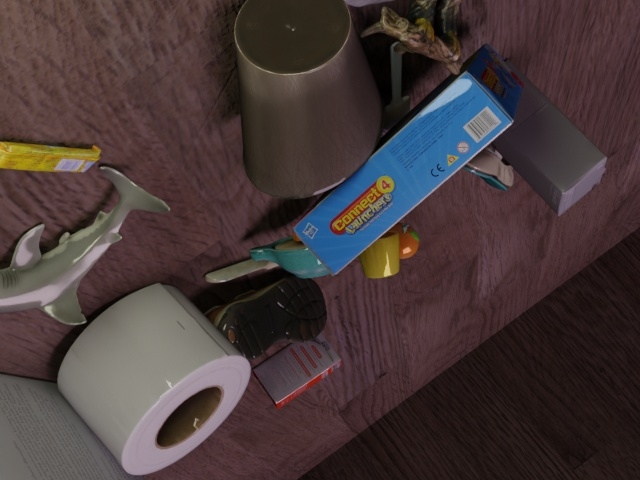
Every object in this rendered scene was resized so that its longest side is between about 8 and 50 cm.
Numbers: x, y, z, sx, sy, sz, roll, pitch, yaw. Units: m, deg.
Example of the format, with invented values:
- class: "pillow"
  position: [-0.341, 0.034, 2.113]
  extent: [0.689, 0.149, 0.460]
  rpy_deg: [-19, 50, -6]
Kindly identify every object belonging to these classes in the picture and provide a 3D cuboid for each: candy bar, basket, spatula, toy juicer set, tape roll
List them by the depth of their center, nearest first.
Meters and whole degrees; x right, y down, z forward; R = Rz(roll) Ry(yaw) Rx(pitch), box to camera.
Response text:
- class: "candy bar"
  position: [-0.299, -0.089, 1.143]
  extent: [0.040, 0.018, 0.161]
  rpy_deg: [-43, 160, 25]
- class: "basket"
  position: [-0.018, -0.182, 1.231]
  extent: [0.204, 0.154, 0.227]
  rpy_deg: [-44, 158, -15]
- class: "spatula"
  position: [0.057, -0.184, 1.512]
  extent: [0.168, 0.019, 0.242]
  rpy_deg: [-27, 159, -6]
- class: "tape roll"
  position: [-0.250, 0.212, 1.615]
  extent: [0.246, 0.169, 0.246]
  rpy_deg: [-37, 155, -21]
- class: "toy juicer set"
  position: [0.000, 0.000, 1.690]
  extent: [0.329, 0.089, 0.209]
  rpy_deg: [-5, -168, 27]

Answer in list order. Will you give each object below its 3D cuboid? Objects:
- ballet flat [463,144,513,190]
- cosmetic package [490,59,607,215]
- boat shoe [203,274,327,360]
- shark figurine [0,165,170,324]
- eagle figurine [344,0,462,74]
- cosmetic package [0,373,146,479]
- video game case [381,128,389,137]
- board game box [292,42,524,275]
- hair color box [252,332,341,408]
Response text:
- class: "ballet flat"
  position: [0.309, -0.152, 1.968]
  extent: [0.086, 0.086, 0.248]
  rpy_deg: [-42, 161, 13]
- class: "cosmetic package"
  position: [0.352, -0.167, 1.745]
  extent: [0.107, 0.238, 0.127]
  rpy_deg: [-37, 160, -2]
- class: "boat shoe"
  position: [-0.110, 0.135, 1.849]
  extent: [0.120, 0.123, 0.324]
  rpy_deg: [-11, 180, 33]
- class: "shark figurine"
  position: [-0.299, 0.037, 1.292]
  extent: [0.278, 0.116, 0.166]
  rpy_deg: [-34, 161, -5]
- class: "eagle figurine"
  position: [0.172, -0.344, 1.200]
  extent: [0.226, 0.225, 0.298]
  rpy_deg: [-142, -110, -71]
- class: "cosmetic package"
  position: [-0.440, 0.329, 1.522]
  extent: [0.161, 0.230, 0.453]
  rpy_deg: [-39, 160, 5]
- class: "video game case"
  position: [0.088, -0.131, 1.710]
  extent: [0.119, 0.015, 0.166]
  rpy_deg: [-45, 159, 18]
- class: "board game box"
  position: [0.129, -0.120, 1.450]
  extent: [0.308, 0.086, 0.302]
  rpy_deg: [-41, -176, 20]
- class: "hair color box"
  position: [-0.049, 0.270, 2.250]
  extent: [0.167, 0.093, 0.053]
  rpy_deg: [-33, 161, -11]
